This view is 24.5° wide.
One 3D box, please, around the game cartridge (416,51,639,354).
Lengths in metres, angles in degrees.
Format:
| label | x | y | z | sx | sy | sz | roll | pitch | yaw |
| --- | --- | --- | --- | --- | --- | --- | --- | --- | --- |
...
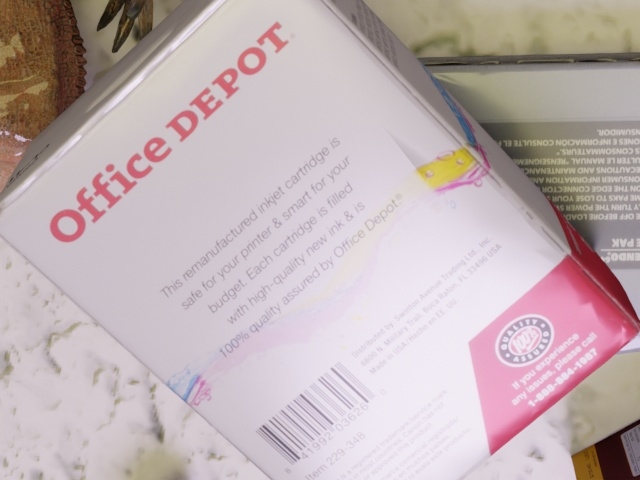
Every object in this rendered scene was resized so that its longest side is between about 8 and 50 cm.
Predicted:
| label | x | y | z | sx | sy | sz | roll | pitch | yaw |
| --- | --- | --- | --- | --- | --- | --- | --- | --- | --- |
| game cartridge | 0.147 | -0.022 | 0.963 | 0.297 | 0.062 | 0.198 | 0 | 109 | 4 |

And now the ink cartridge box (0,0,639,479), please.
| label | x | y | z | sx | sy | sz | roll | pitch | yaw |
| --- | --- | --- | --- | --- | --- | --- | --- | --- | --- |
| ink cartridge box | 0.000 | 0.000 | 0.866 | 0.226 | 0.131 | 0.306 | -40 | 106 | 14 |

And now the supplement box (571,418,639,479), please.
| label | x | y | z | sx | sy | sz | roll | pitch | yaw |
| --- | --- | --- | --- | --- | --- | --- | --- | --- | --- |
| supplement box | 0.301 | 0.197 | 0.968 | 0.194 | 0.129 | 0.191 | -31 | 100 | 12 |

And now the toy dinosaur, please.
| label | x | y | z | sx | sy | sz | roll | pitch | yaw |
| --- | --- | --- | --- | --- | --- | --- | --- | --- | --- |
| toy dinosaur | -0.189 | -0.118 | 0.930 | 0.200 | 0.127 | 0.295 | 7 | 111 | -5 |
